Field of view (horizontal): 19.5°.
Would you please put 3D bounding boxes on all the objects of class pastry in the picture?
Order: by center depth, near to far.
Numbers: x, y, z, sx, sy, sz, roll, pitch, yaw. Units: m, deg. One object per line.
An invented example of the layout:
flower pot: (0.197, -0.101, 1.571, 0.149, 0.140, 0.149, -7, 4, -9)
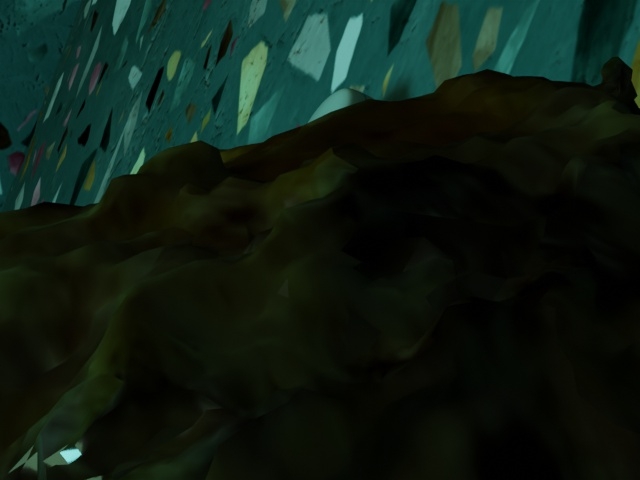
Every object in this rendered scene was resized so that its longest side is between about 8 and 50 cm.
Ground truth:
pastry: (0.013, 0.115, 0.434, 0.337, 0.292, 0.405, -19, 7, 45)

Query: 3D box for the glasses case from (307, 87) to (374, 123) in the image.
glasses case: (0.000, 0.000, 1.077, 0.074, 0.049, 0.193, -43, 33, 55)
